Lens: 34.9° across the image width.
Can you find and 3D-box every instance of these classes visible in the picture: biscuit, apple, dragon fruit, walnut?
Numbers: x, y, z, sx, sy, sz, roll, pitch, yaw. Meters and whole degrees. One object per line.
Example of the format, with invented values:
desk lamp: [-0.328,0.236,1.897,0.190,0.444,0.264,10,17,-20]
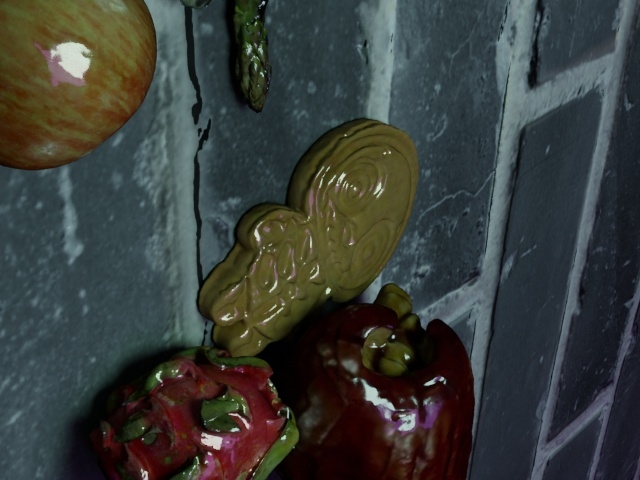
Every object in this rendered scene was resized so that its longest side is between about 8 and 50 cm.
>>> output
biscuit: [0.001,0.000,1.002,0.289,0.044,0.202,-41,141,-30]
apple: [-0.174,-0.115,0.613,0.131,0.146,0.146,37,83,-35]
dragon fruit: [-0.101,0.179,0.895,0.172,0.166,0.160,-33,-179,-20]
walnut: [0.061,0.170,1.056,0.244,0.222,0.269,-68,176,-50]

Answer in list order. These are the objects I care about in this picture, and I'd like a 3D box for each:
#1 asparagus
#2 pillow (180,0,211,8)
asparagus: [-0.055,-0.176,0.815,0.036,0.030,0.165,-62,157,-51]
pillow: [-0.080,-0.278,0.694,0.093,0.051,0.241,-32,135,-28]
